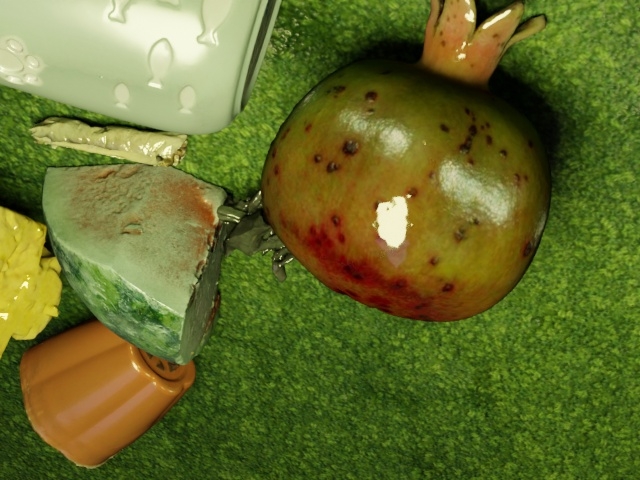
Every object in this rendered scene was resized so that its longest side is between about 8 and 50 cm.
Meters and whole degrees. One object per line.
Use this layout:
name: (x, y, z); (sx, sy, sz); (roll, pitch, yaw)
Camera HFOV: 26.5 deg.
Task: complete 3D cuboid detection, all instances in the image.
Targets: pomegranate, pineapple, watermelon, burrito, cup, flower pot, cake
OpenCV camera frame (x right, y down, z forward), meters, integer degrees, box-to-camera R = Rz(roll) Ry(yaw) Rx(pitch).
pomegranate: (0.090, -0.086, 1.339); (0.290, 0.323, 0.291); (10, 169, 2)
pineapple: (0.000, 0.000, 1.507); (0.237, 0.111, 0.119); (9, 126, 0)
watermelon: (-0.204, -0.002, 1.600); (0.289, 0.214, 0.320); (44, -178, 16)
burrito: (-0.241, -0.114, 1.539); (0.185, 0.041, 0.045); (10, 179, 8)
cup: (-0.161, -0.280, 1.204); (0.274, 0.259, 0.357); (18, 118, -2)
flower pot: (-0.266, 0.173, 1.755); (0.173, 0.191, 0.190); (-33, 118, 28)
cake: (-0.461, 0.041, 1.578); (0.227, 0.222, 0.286); (20, 173, 26)
